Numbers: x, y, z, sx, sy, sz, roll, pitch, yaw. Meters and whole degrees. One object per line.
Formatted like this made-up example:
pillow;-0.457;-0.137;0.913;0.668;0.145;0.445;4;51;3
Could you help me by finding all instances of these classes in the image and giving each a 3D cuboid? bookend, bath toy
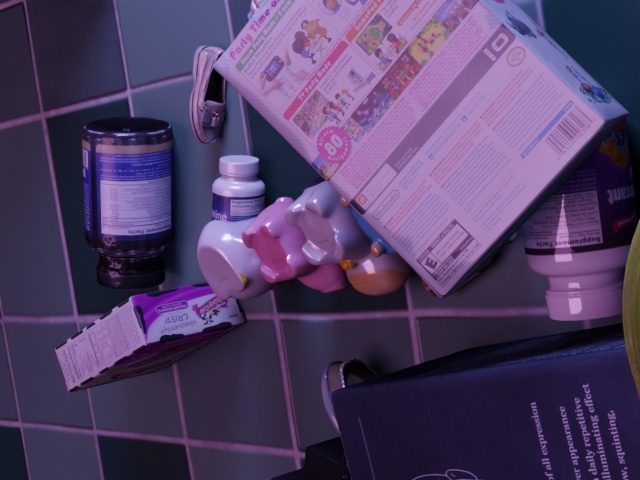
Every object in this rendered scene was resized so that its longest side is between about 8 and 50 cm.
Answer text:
bookend;0.006;0.302;1.664;0.157;0.072;0.156;17;111;47
bath toy;0.000;0.000;1.559;0.348;0.129;0.151;-14;108;51

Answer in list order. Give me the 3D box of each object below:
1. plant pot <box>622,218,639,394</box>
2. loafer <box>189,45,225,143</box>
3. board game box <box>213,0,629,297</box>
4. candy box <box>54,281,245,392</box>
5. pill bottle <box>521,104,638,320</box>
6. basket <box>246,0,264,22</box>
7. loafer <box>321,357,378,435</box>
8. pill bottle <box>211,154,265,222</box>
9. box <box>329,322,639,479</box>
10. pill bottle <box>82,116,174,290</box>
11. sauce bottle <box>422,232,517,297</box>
plant pot;0.366;0.059;0.849;0.366;0.353;0.366;1;93;15
loafer;-0.139;-0.184;1.740;0.039;0.045;0.125;10;104;41
board game box;0.085;-0.136;1.220;0.303;0.097;0.224;46;117;9
candy box;-0.232;0.128;1.832;0.233;0.159;0.071;-30;75;49
pill bottle;0.241;-0.027;1.279;0.108;0.108;0.193;-2;98;50
basket;0.060;-0.237;1.364;0.255;0.201;0.289;59;145;12
loafer;0.098;0.222;1.535;0.251;0.094;0.087;51;122;22
pill bottle;-0.102;-0.043;1.710;0.067;0.067;0.120;19;113;46
box;0.235;0.241;1.272;0.395;0.212;0.293;-15;88;49
pill bottle;-0.258;-0.050;1.849;0.123;0.123;0.219;18;113;46
sauce bottle;0.157;0.017;1.440;0.128;0.042;0.042;-44;66;45
